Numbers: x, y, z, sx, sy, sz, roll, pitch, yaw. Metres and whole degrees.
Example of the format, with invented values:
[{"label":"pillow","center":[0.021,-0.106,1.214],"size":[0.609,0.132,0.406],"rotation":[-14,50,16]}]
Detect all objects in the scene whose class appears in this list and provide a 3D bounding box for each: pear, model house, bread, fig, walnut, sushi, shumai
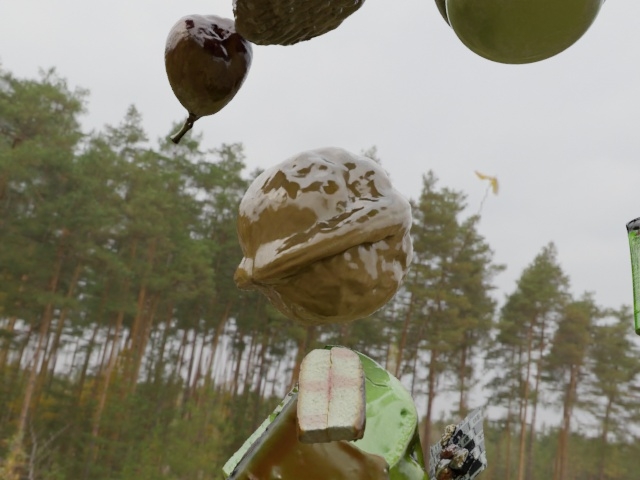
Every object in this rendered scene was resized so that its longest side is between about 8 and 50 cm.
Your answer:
[{"label":"pear","center":[0.055,0.386,1.212],"size":[0.318,0.342,0.238],"rotation":[11,-47,39]},{"label":"model house","center":[-0.007,0.352,0.871],"size":[0.239,0.173,0.268],"rotation":[38,-38,13]},{"label":"bread","center":[0.008,0.100,0.445],"size":[0.043,0.062,0.109],"rotation":[-1,-19,4]},{"label":"fig","center":[-0.237,-0.302,1.362],"size":[0.170,0.145,0.274],"rotation":[-10,-43,-43]},{"label":"walnut","center":[0.005,-0.010,1.399],"size":[0.383,0.384,0.383],"rotation":[8,-15,2]},{"label":"sushi","center":[0.225,0.366,1.212],"size":[0.031,0.139,0.201],"rotation":[41,18,-4]},{"label":"shumai","center":[-0.057,-0.509,1.191],"size":[0.314,0.262,0.267],"rotation":[-39,-25,16]}]

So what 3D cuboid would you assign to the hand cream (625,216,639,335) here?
[{"label":"hand cream","center":[0.303,0.030,0.648],"size":[0.023,0.122,0.036],"rotation":[30,-33,-31]}]

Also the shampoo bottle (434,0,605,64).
[{"label":"shampoo bottle","center":[0.360,-0.503,1.248],"size":[0.322,0.317,0.322],"rotation":[7,-36,5]}]
